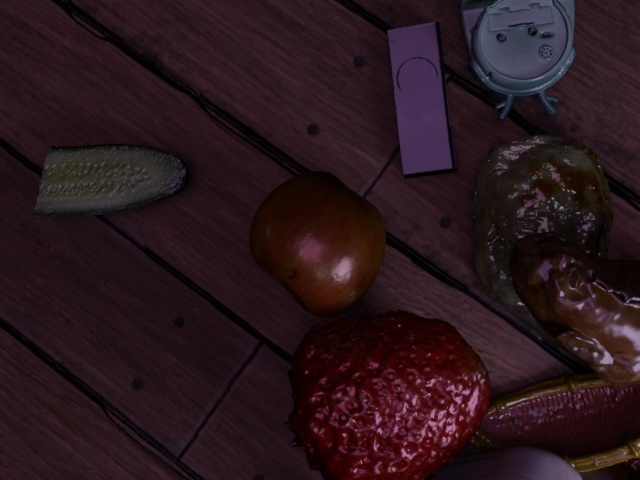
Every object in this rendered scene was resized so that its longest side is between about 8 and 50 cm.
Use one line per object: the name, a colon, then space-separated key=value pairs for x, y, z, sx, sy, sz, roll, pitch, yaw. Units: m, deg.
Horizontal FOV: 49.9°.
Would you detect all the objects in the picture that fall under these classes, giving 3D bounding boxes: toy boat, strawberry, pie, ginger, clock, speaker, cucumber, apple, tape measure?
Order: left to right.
cucumber: x=-0.322 y=-0.091 z=1.089 sx=0.243 sy=0.063 sz=0.115 roll=0 pitch=82 yaw=9
apple: x=0.000 y=0.000 z=0.977 sx=0.195 sy=0.196 sz=0.196 roll=0 pitch=91 yaw=9
strawberry: x=0.093 y=0.209 z=0.935 sx=0.276 sy=0.257 sz=0.257 roll=-28 pitch=86 yaw=20
speaker: x=0.151 y=-0.206 z=1.022 sx=0.082 sy=0.044 sz=0.218 roll=-6 pitch=90 yaw=9
tape measure: x=0.262 y=0.382 z=0.919 sx=0.265 sy=0.258 sz=0.130 roll=44 pitch=53 yaw=-5
clock: x=0.290 y=-0.282 z=0.990 sx=0.159 sy=0.066 sz=0.211 roll=-7 pitch=90 yaw=10
pie: x=0.320 y=-0.027 z=0.975 sx=0.200 sy=0.090 sz=0.248 roll=-1 pitch=95 yaw=5
toy boat: x=0.356 y=0.249 z=0.957 sx=0.317 sy=0.099 sz=0.141 roll=-15 pitch=53 yaw=16
ginger: x=0.389 y=0.092 z=0.880 sx=0.321 sy=0.173 sz=0.165 roll=17 pitch=139 yaw=-23

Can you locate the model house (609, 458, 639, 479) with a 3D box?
model house: x=0.540 y=0.325 z=0.898 sx=0.219 sy=0.199 sz=0.229 roll=41 pitch=101 yaw=-6
